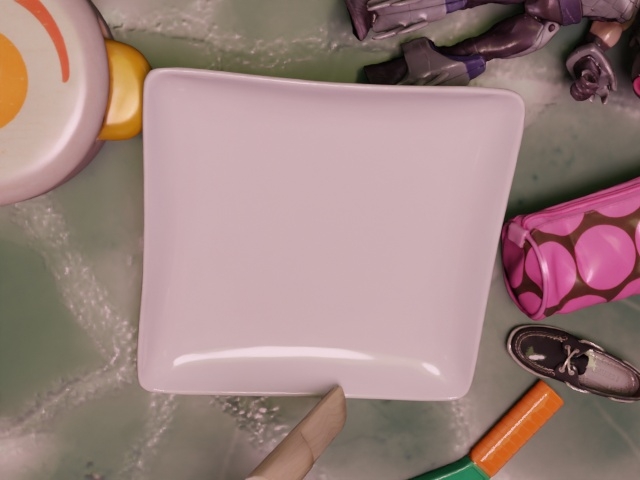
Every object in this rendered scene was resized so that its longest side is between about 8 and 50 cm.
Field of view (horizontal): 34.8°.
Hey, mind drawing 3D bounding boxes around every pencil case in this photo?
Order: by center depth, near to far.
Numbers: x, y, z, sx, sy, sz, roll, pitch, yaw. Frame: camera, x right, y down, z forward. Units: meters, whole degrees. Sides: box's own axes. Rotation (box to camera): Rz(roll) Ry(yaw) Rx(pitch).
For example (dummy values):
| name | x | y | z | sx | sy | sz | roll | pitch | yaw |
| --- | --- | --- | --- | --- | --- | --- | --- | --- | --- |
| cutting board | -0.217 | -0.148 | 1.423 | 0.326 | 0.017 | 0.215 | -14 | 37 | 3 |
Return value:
| name | x | y | z | sx | sy | sz | roll | pitch | yaw |
| --- | --- | --- | --- | --- | --- | --- | --- | --- | --- |
| pencil case | 0.253 | -0.008 | 0.839 | 0.209 | 0.095 | 0.098 | -20 | 129 | -5 |

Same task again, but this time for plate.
| name | x | y | z | sx | sy | sz | roll | pitch | yaw |
| --- | --- | --- | --- | --- | --- | --- | --- | --- | --- |
| plate | 0.000 | 0.000 | 0.797 | 0.278 | 0.045 | 0.277 | 3 | 117 | -7 |

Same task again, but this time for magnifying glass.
| name | x | y | z | sx | sy | sz | roll | pitch | yaw |
| --- | --- | --- | --- | --- | --- | --- | --- | --- | --- |
| magnifying glass | 0.120 | 0.212 | 0.881 | 0.092 | 0.026 | 0.231 | 44 | 92 | -9 |

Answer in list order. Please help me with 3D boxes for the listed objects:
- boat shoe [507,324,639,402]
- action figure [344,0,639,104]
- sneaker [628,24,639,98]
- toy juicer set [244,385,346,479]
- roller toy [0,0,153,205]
| name | x | y | z | sx | sy | sz | roll | pitch | yaw |
| --- | --- | --- | --- | --- | --- | --- | --- | --- | --- |
| boat shoe | 0.220 | 0.107 | 0.870 | 0.125 | 0.038 | 0.046 | 26 | 86 | -8 |
| action figure | 0.169 | -0.183 | 0.799 | 0.285 | 0.099 | 0.185 | -18 | 116 | 4 |
| sneaker | 0.283 | -0.131 | 0.809 | 0.077 | 0.072 | 0.178 | -36 | 136 | 5 |
| toy juicer set | -0.044 | 0.266 | 0.723 | 0.090 | 0.209 | 0.328 | -3 | 79 | 19 |
| roller toy | -0.243 | -0.117 | 0.741 | 0.191 | 0.146 | 0.209 | -44 | 99 | 0 |
